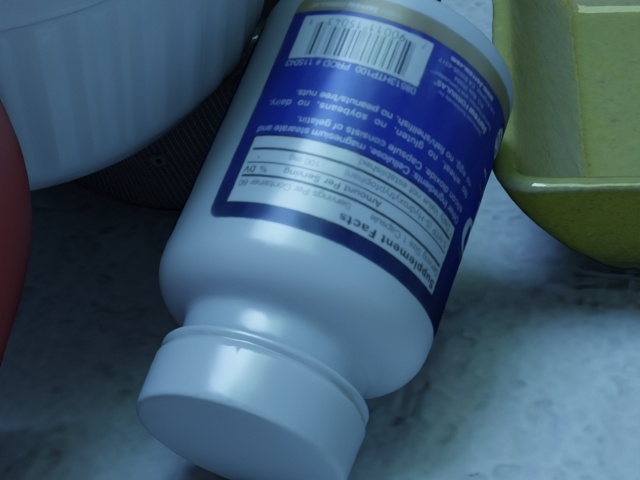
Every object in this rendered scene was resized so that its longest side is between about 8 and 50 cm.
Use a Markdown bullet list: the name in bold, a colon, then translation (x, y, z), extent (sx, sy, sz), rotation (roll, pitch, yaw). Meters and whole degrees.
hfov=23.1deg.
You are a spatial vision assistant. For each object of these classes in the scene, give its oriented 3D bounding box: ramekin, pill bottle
- **ramekin**: translation (-0.142, -0.135, 0.645), extent (0.272, 0.127, 0.273), rotation (-1, 46, 1)
- **pill bottle**: translation (0.000, 0.000, 0.622), extent (0.112, 0.112, 0.187), rotation (11, 62, 22)

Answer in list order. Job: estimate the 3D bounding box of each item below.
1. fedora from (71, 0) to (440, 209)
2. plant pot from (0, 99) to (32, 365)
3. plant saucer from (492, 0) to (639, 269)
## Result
- **fedora**: translation (-0.075, -0.099, 0.808), extent (0.275, 0.124, 0.244), rotation (-7, 34, -9)
- **plant pot**: translation (-0.227, 0.067, 0.474), extent (0.275, 0.275, 0.243), rotation (-5, 44, -1)
- **plant saucer**: translation (0.252, -0.082, 0.787), extent (0.332, 0.081, 0.333), rotation (0, 33, 6)
